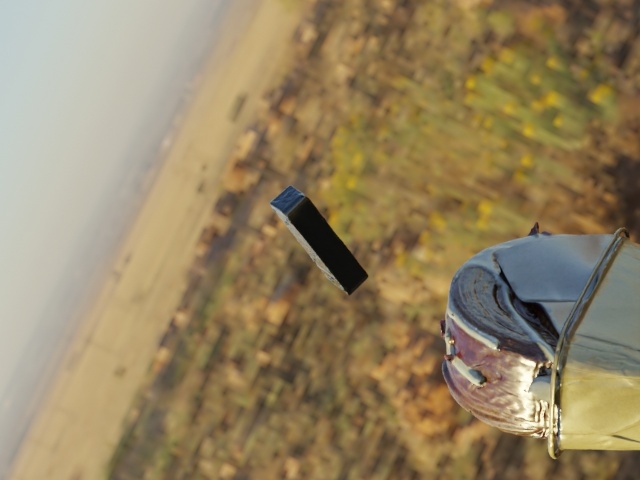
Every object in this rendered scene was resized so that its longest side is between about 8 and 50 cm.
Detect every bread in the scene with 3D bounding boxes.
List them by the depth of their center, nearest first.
[{"bbox_3d":[0.205,0.084,1.490,0.224,0.212,0.142,-51,-37,-51],"label":"bread"}]

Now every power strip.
[{"bbox_3d":[0.000,0.000,1.562,0.029,0.111,0.038,-42,33,-7],"label":"power strip"}]
